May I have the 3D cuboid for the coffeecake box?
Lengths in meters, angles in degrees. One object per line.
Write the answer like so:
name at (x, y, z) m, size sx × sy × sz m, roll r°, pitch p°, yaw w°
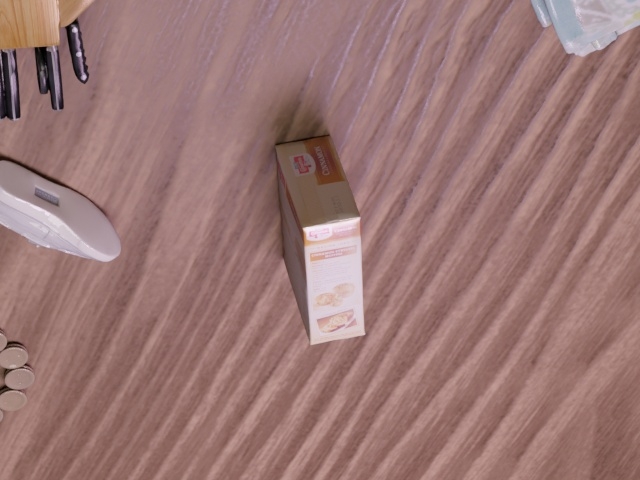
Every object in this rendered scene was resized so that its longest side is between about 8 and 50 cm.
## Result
coffeecake box at (0.000, 0.000, 2.151) m, size 0.068 × 0.142 × 0.185 m, roll -11°, pitch 135°, yaw -8°

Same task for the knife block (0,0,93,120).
knife block at (-0.323, -0.244, 1.861) m, size 0.242 × 0.088 × 0.276 m, roll -40°, pitch 131°, yaw 20°

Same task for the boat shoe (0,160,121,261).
boat shoe at (-0.304, -0.021, 2.100) m, size 0.184 × 0.066 × 0.063 m, roll 27°, pitch 134°, yaw -38°

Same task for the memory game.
memory game at (-0.432, 0.165, 2.271) m, size 0.186 × 0.012 × 0.186 m, roll -8°, pitch 134°, yaw -8°

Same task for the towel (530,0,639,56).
towel at (0.334, -0.384, 1.931) m, size 0.320 × 0.090 × 0.374 m, roll -25°, pitch 134°, yaw 3°
